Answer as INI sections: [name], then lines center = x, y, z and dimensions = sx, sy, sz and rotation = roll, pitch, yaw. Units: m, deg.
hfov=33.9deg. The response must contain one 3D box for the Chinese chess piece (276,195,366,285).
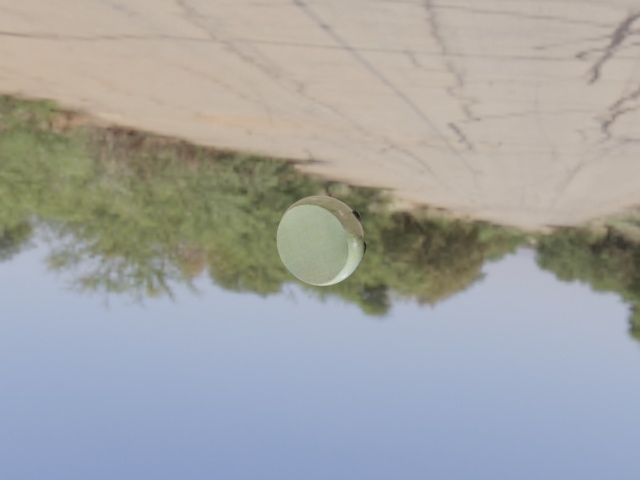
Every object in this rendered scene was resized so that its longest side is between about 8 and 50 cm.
[Chinese chess piece]
center = 0.000, 0.000, 0.968
dimensions = 0.084, 0.084, 0.034
rotation = 5, -165, 28
